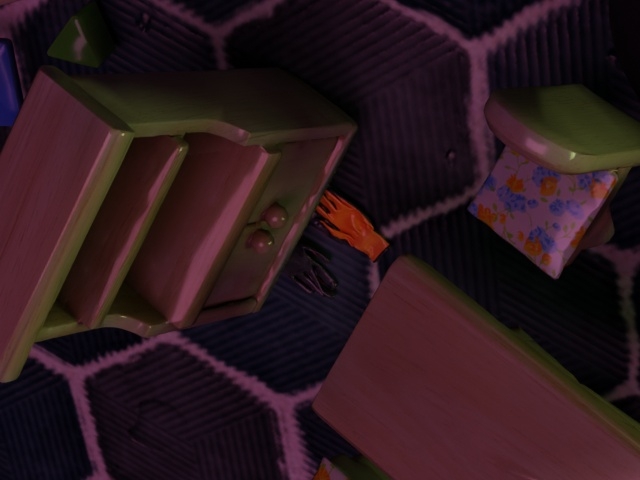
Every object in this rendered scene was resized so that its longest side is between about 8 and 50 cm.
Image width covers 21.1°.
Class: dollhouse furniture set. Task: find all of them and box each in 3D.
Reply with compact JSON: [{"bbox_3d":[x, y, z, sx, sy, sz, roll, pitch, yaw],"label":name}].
[{"bbox_3d":[0.019,0.072,0.981,0.394,0.256,0.362,39,115,23],"label":"dollhouse furniture set"}]

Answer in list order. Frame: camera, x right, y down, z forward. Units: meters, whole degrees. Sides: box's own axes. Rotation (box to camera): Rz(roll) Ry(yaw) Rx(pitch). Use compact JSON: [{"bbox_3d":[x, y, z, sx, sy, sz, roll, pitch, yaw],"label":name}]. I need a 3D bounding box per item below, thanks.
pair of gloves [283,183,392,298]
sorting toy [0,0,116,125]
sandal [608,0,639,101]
[{"bbox_3d":[0.000,0.000,1.186,0.074,0.010,0.083,45,127,-7],"label":"pair of gloves"},{"bbox_3d":[-0.247,-0.242,1.129,0.196,0.047,0.348,-11,114,23],"label":"sorting toy"},{"bbox_3d":[0.235,-0.062,1.020,0.097,0.054,0.255,-9,115,27],"label":"sandal"}]
